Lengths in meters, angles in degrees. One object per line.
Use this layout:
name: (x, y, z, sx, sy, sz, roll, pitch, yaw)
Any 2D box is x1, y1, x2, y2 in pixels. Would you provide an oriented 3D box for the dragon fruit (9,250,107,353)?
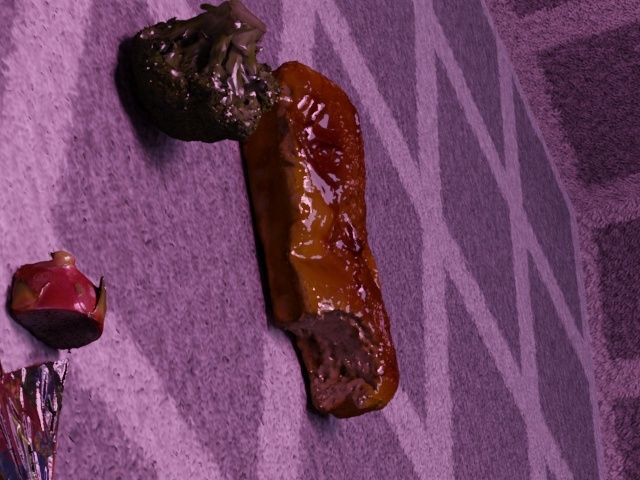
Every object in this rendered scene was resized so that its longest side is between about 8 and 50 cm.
dragon fruit: (-0.191, 0.043, 1.395, 0.083, 0.060, 0.056, 50, 32, -51)

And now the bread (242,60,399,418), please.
bread: (0.000, 0.000, 1.990, 0.185, 0.109, 0.380, 33, 46, -67)

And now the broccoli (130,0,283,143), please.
broccoli: (-0.107, -0.159, 1.735, 0.146, 0.138, 0.162, 36, 19, -8)

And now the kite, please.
kite: (-0.220, 0.123, 1.308, 0.232, 0.009, 0.189, -18, 92, -74)
